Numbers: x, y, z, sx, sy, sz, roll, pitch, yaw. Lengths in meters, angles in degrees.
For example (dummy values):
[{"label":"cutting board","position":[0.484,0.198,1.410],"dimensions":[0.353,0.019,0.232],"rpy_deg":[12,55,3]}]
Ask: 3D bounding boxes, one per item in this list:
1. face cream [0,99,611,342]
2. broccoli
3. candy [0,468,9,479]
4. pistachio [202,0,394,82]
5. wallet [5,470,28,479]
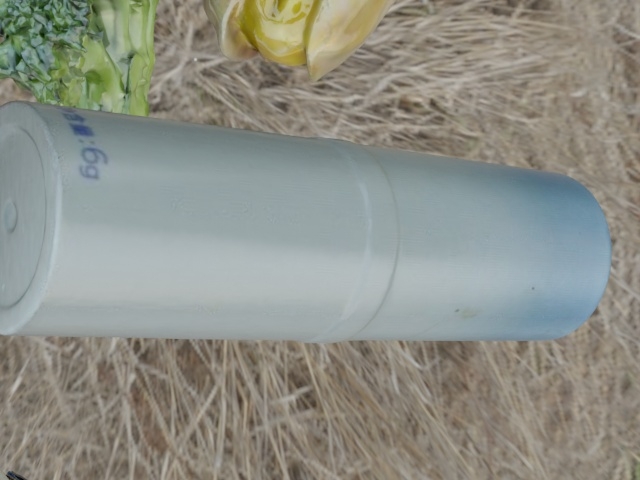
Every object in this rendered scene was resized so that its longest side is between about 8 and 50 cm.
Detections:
[{"label":"face cream","position":[0.000,0.000,0.454],"dimensions":[0.250,0.077,0.077],"rpy_deg":[4,99,-36]},{"label":"broccoli","position":[-0.227,-0.222,1.241],"dimensions":[0.275,0.397,0.353],"rpy_deg":[18,68,23]},{"label":"candy","position":[-0.442,0.280,1.182],"dimensions":[0.296,0.185,0.295],"rpy_deg":[-8,121,-14]},{"label":"pistachio","position":[-0.009,-0.318,1.372],"dimensions":[0.230,0.230,0.308],"rpy_deg":[26,56,-9]},{"label":"wallet","position":[-0.269,0.313,1.279],"dimensions":[0.042,0.230,0.124],"rpy_deg":[-44,111,-18]}]
